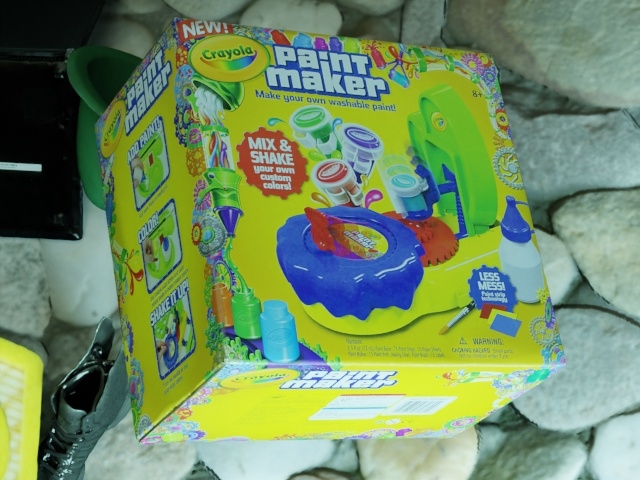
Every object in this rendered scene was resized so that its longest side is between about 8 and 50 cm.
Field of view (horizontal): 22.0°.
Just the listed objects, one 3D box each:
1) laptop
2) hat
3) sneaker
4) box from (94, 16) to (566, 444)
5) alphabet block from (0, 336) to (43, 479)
[{"bbox_3d":[-0.315,-0.144,1.558,0.234,0.136,0.264,3,99,11],"label":"laptop"},{"bbox_3d":[-0.191,-0.044,1.469,0.183,0.173,0.208,-54,23,21],"label":"hat"},{"bbox_3d":[-0.208,0.151,1.393,0.051,0.089,0.170,31,77,19],"label":"sneaker"},{"bbox_3d":[0.000,0.000,1.298,0.290,0.177,0.279,2,64,-29],"label":"box"},{"bbox_3d":[-0.362,0.169,1.332,0.197,0.193,0.192,-10,68,26],"label":"alphabet block"}]
